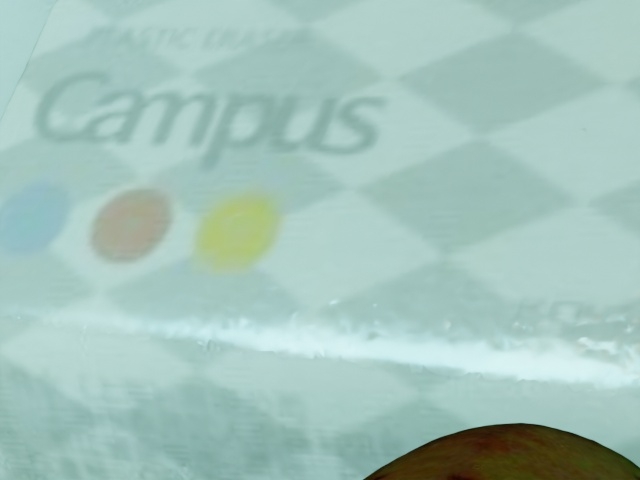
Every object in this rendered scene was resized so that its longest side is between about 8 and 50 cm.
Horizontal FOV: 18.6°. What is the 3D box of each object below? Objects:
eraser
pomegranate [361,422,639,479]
[{"bbox_3d":[0.000,0.000,0.746,0.396,0.082,0.213,4,58,26],"label":"eraser"},{"bbox_3d":[0.037,0.156,0.583,0.210,0.180,0.180,-45,39,39],"label":"pomegranate"}]
